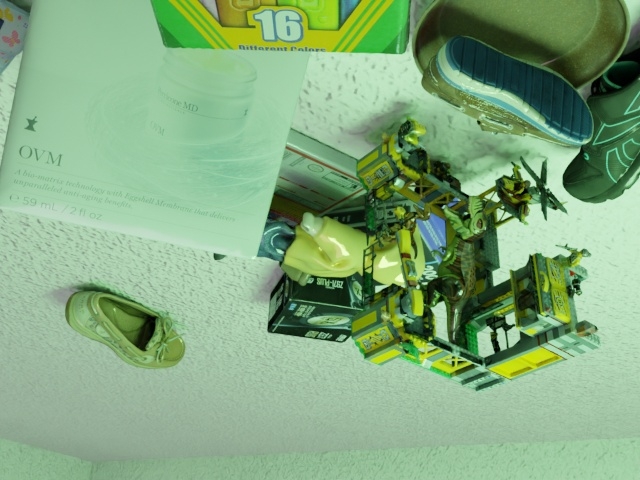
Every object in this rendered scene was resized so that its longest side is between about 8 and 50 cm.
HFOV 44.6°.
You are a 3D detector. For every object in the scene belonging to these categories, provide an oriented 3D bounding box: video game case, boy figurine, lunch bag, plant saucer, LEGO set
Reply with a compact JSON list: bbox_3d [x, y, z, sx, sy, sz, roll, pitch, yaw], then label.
[{"bbox_3d":[-0.089,-0.068,1.061,0.204,0.025,0.285,21,149,-33],"label":"video game case"},{"bbox_3d":[0.000,0.000,1.029,0.285,0.092,0.177,6,164,0],"label":"boy figurine"},{"bbox_3d":[-0.332,-0.209,0.770,0.071,0.053,0.083,25,138,-39],"label":"lunch bag"},{"bbox_3d":[0.186,-0.199,0.739,0.199,0.036,0.198,4,155,2],"label":"plant saucer"},{"bbox_3d":[0.176,0.001,0.856,0.255,0.331,0.192,34,135,-25],"label":"LEGO set"}]

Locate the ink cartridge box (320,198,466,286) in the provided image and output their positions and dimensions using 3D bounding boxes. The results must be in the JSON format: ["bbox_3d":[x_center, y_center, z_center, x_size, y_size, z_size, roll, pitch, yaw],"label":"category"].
[{"bbox_3d":[0.124,0.006,1.164,0.208,0.045,0.206,-8,151,22],"label":"ink cartridge box"}]

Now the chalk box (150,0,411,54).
[{"bbox_3d":[-0.026,-0.271,0.458,0.179,0.180,0.289,2,153,3],"label":"chalk box"}]

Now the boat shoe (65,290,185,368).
[{"bbox_3d":[-0.358,0.178,1.516,0.089,0.104,0.285,-12,149,35],"label":"boat shoe"}]

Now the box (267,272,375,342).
[{"bbox_3d":[-0.001,0.109,1.354,0.148,0.077,0.180,10,153,-14],"label":"box"}]

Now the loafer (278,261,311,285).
[{"bbox_3d":[-0.033,0.027,1.178,0.050,0.056,0.148,35,-177,-7],"label":"loafer"}]

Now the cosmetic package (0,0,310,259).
[{"bbox_3d":[-0.146,-0.123,0.694,0.224,0.224,0.138,12,-170,-17],"label":"cosmetic package"}]

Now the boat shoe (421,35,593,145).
[{"bbox_3d":[0.182,-0.138,0.762,0.183,0.066,0.066,25,153,-18],"label":"boat shoe"}]

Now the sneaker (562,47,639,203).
[{"bbox_3d":[0.321,-0.135,0.818,0.106,0.101,0.267,26,149,-4],"label":"sneaker"}]
